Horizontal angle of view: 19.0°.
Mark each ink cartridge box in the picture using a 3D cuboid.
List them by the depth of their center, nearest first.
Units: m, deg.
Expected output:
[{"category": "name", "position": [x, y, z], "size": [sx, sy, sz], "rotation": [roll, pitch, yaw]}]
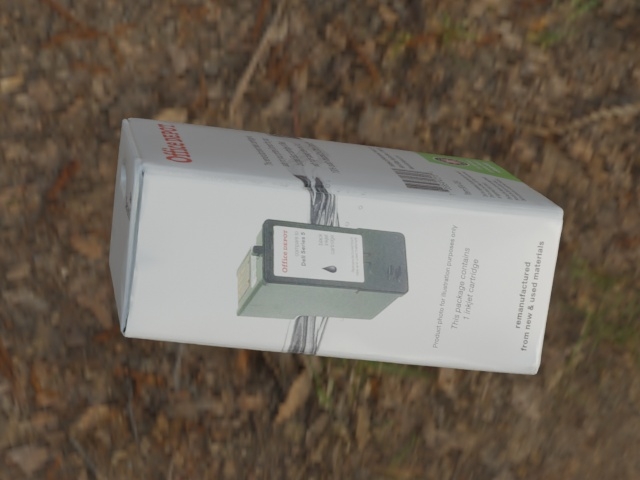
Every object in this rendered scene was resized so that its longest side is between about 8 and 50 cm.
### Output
[{"category": "ink cartridge box", "position": [0.000, 0.000, 1.274], "size": [0.272, 0.198, 0.115], "rotation": [6, 101, -10]}]
